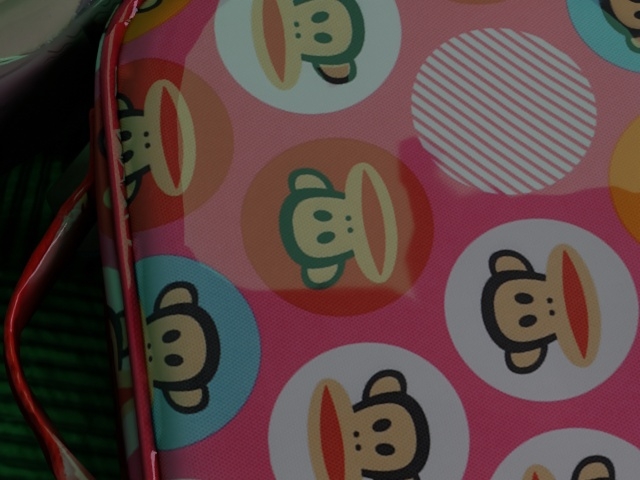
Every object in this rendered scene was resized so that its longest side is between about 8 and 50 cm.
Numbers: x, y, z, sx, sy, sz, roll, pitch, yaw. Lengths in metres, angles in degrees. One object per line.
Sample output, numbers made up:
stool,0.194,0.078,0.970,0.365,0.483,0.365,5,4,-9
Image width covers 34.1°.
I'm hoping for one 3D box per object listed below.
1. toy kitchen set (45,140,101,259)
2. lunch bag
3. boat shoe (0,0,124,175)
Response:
toy kitchen set,0.000,0.000,0.546,0.207,0.166,0.122,-5,34,23
lunch bag,0.019,0.040,0.381,0.258,0.120,0.293,-4,77,-10
boat shoe,-0.203,-0.048,0.389,0.130,0.132,0.355,47,66,3
